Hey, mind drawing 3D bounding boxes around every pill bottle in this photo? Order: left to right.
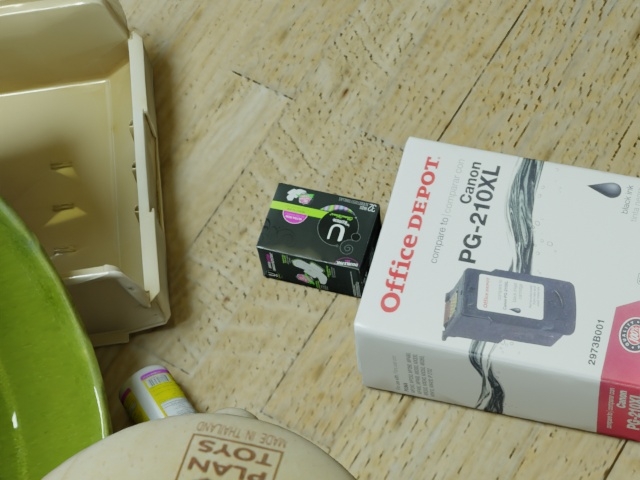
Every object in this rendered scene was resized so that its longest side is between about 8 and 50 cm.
[{"bbox_3d":[-0.113,0.136,1.419,0.043,0.043,0.083,-31,63,-10],"label":"pill bottle"}]

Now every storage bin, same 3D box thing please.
[{"bbox_3d":[-0.261,-0.046,1.489,0.260,0.123,0.262,-8,61,3],"label":"storage bin"}]

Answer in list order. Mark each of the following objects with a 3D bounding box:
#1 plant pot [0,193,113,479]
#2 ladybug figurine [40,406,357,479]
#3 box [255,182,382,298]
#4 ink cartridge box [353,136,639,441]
[{"bbox_3d":[-0.388,0.150,1.258,0.353,0.366,0.366,-22,57,26],"label":"plant pot"},{"bbox_3d":[-0.087,0.309,1.070,0.305,0.162,0.449,12,62,7],"label":"ladybug figurine"},{"bbox_3d":[0.000,0.000,1.475,0.083,0.052,0.062,12,63,11],"label":"box"},{"bbox_3d":[0.158,0.036,1.410,0.237,0.100,0.172,11,63,12],"label":"ink cartridge box"}]
